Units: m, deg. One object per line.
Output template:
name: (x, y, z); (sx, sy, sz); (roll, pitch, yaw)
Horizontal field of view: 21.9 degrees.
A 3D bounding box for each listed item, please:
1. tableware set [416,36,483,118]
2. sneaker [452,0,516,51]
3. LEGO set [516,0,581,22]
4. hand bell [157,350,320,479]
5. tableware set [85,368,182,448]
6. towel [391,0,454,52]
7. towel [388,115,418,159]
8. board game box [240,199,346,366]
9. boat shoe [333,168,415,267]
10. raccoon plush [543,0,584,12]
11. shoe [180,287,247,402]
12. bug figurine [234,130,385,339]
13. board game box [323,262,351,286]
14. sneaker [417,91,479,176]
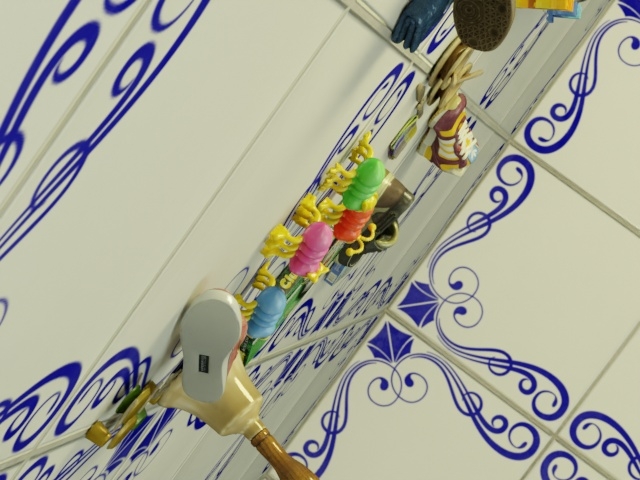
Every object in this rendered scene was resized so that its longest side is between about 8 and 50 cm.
tableware set: (0.180, -0.219, 2.189); (0.128, 0.039, 0.194); (-53, 172, -5)
sneaker: (0.182, -0.279, 1.686); (0.071, 0.066, 0.188); (-53, 158, -39)
LEGO set: (0.299, -0.343, 2.239); (0.227, 0.093, 0.087); (-6, 102, -74)
hand bell: (-0.063, 0.235, 1.928); (0.126, 0.242, 0.126); (-42, 171, -8)
tableware set: (-0.203, 0.179, 1.738); (0.104, 0.024, 0.154); (-52, 174, 17)
towel: (0.122, -0.251, 1.719); (0.119, 0.029, 0.067); (-49, 171, -26)
towel: (0.114, -0.140, 2.261); (0.060, 0.009, 0.083); (-52, 173, -7)
board game box: (-0.025, 0.045, 2.192); (0.260, 0.030, 0.136); (-50, 174, -24)
boat shoe: (0.075, -0.016, 2.344); (0.080, 0.073, 0.223); (-48, 171, -33)
raccoon plush: (0.484, -0.538, 2.362); (0.446, 0.299, 0.216); (-19, -179, -12)
shoe: (-0.112, 0.091, 1.762); (0.178, 0.063, 0.081); (102, 3, -49)
bug figurine: (0.000, 0.000, 1.963); (0.279, 0.072, 0.216); (-48, 171, -34)
board game box: (0.047, 0.021, 2.552); (0.090, 0.020, 0.090); (-56, 171, 21)
sneaker: (0.203, -0.156, 2.449); (0.069, 0.084, 0.185); (-51, 173, -18)
